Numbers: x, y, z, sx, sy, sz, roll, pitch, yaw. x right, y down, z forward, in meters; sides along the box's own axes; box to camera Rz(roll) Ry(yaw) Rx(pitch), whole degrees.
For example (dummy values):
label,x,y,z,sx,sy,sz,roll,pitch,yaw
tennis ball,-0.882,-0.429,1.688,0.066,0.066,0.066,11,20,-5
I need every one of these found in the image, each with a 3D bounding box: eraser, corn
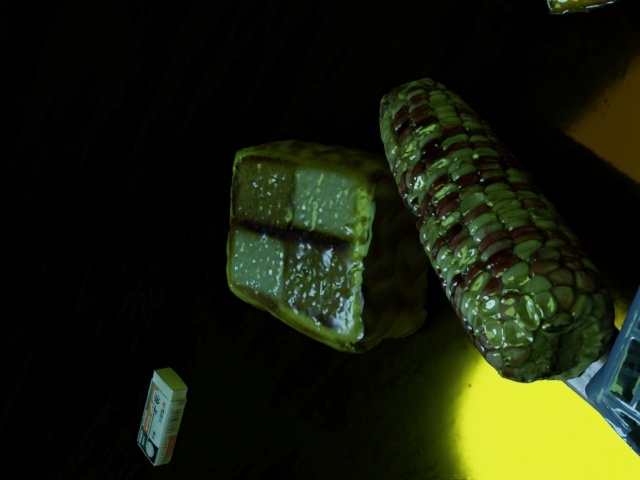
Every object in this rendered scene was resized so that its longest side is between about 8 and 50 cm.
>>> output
label,x,y,z,sx,sy,sz,roll,pitch,yaw
eraser,-0.207,0.230,1.046,0.052,0.029,0.122,36,119,40
corn,0.112,-0.021,0.588,0.098,0.098,0.290,-61,34,31

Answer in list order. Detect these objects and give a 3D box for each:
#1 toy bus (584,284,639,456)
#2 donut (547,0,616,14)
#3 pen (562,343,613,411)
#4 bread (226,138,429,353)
label,x,y,z,sx,sy,sz,roll,pitch,yaw
toy bus,0.249,0.050,0.454,0.133,0.125,0.292,34,116,42
donut,0.212,-0.251,0.502,0.141,0.085,0.217,12,103,47
pen,0.158,0.050,0.624,0.197,0.032,0.053,46,125,34
bread,0.000,0.000,0.753,0.222,0.096,0.181,17,103,47
